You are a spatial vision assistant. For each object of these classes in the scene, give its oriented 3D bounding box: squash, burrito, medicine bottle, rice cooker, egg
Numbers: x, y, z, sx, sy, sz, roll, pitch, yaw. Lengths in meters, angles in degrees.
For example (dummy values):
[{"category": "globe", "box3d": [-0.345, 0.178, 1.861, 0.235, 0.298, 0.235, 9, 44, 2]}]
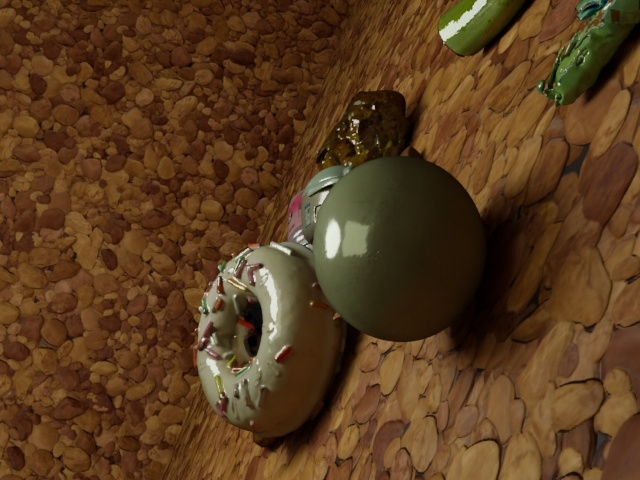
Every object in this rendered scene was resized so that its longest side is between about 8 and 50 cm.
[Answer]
[{"category": "squash", "box3d": [0.287, -0.391, 1.252, 0.188, 0.095, 0.095, -35, 32, 60]}, {"category": "burrito", "box3d": [0.342, -0.280, 0.838, 0.288, 0.054, 0.104, -59, 13, 30]}, {"category": "medicine bottle", "box3d": [0.000, 0.000, 1.581, 0.147, 0.147, 0.247, -58, 19, 32]}, {"category": "rice cooker", "box3d": [0.043, -0.051, 1.298, 0.206, 0.145, 0.127, 153, 125, -64]}, {"category": "egg", "box3d": [0.098, 0.008, 0.943, 0.219, 0.219, 0.269, -60, 7, 25]}]

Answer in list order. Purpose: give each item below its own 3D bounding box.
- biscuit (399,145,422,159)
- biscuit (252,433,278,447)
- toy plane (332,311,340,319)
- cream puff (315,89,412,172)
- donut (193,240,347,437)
[{"category": "biscuit", "box3d": [0.132, -0.048, 1.338, 0.278, 0.043, 0.301, -67, 11, -4]}, {"category": "biscuit", "box3d": [-0.068, 0.289, 1.570, 0.305, 0.038, 0.305, -61, 13, 24]}, {"category": "toy plane", "box3d": [0.091, 0.081, 1.229, 0.188, 0.062, 0.135, -21, 16, 50]}, {"category": "cream puff", "box3d": [0.091, -0.194, 1.586, 0.241, 0.154, 0.269, -53, 10, 30]}, {"category": "donut", "box3d": [-0.110, 0.175, 1.407, 0.382, 0.142, 0.383, -21, 63, 47]}]
